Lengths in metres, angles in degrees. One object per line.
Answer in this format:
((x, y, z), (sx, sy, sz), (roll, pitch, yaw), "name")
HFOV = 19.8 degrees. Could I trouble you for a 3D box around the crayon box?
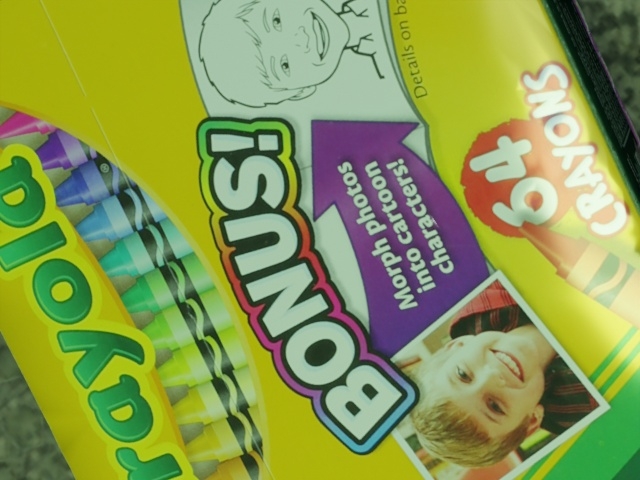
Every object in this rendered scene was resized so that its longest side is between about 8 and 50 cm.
((0.000, 0.000, 0.897), (0.313, 0.106, 0.363), (-24, 97, 18), "crayon box")
